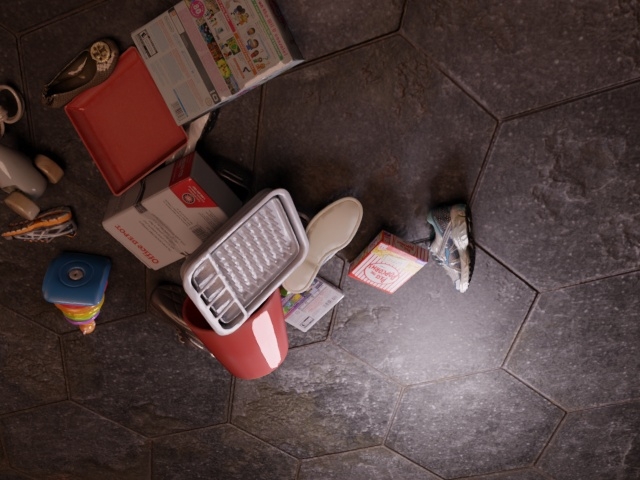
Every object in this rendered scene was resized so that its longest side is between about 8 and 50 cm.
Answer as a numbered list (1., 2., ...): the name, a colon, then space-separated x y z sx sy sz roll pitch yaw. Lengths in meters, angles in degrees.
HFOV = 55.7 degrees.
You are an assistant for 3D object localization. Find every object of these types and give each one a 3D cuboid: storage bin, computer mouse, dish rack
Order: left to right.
1. storage bin: -0.264 -0.116 1.582 0.122 0.084 0.180 27 124 -16
2. dish rack: -0.184 0.043 1.464 0.333 0.072 0.285 -44 143 -19
3. computer mouse: -0.086 -0.018 1.671 0.106 0.042 0.193 30 128 -12

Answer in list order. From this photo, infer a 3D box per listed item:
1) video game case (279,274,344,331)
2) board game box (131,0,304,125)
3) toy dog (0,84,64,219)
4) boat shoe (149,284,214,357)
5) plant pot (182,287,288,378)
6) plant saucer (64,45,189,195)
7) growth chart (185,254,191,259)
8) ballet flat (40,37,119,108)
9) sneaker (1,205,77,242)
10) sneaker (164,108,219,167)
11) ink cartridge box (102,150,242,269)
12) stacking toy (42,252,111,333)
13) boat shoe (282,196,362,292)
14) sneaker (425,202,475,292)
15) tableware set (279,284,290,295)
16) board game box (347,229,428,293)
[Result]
1. video game case: -0.061 0.174 1.820 0.183 0.023 0.201 33 123 -19
2. board game box: -0.221 -0.417 1.305 0.303 0.097 0.224 -23 99 20
3. toy dog: -0.807 -0.206 1.507 0.161 0.220 0.334 4 125 41
4. boat shoe: -0.380 0.270 1.843 0.355 0.132 0.130 38 119 -21
5. plant pot: -0.214 0.237 1.699 0.275 0.275 0.243 -11 126 11
6. plant saucer: -0.453 -0.278 1.440 0.259 0.048 0.258 -31 90 24
7. growth chart: -0.266 0.010 1.558 0.237 0.172 0.021 -12 105 62
8. ballet flat: -0.566 -0.385 1.405 0.250 0.058 0.084 -26 86 24
9. sneaker: -0.780 -0.029 1.680 0.215 0.084 0.083 -10 130 9
10. sneaker: -0.342 -0.249 1.492 0.108 0.100 0.271 30 118 -3
11. ink cartridge box: -0.360 -0.066 1.487 0.273 0.114 0.197 -24 130 18
12. stacking toy: -0.713 0.186 1.810 0.165 0.175 0.302 7 140 -8
13. boat shoe: 0.000 0.000 1.640 0.116 0.099 0.319 33 110 -8
14. sneaker: 0.353 0.019 1.649 0.122 0.110 0.283 3 126 24
15. tableware set: -0.161 0.115 1.768 0.154 0.024 0.104 6 120 12
16. board game box: 0.185 0.063 1.678 0.147 0.045 0.193 23 141 -13
